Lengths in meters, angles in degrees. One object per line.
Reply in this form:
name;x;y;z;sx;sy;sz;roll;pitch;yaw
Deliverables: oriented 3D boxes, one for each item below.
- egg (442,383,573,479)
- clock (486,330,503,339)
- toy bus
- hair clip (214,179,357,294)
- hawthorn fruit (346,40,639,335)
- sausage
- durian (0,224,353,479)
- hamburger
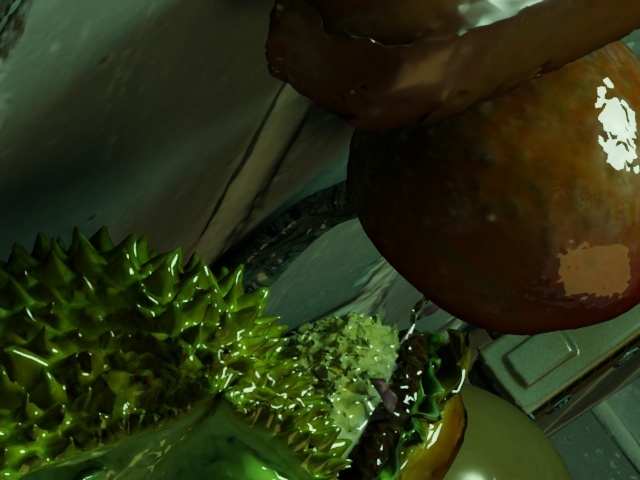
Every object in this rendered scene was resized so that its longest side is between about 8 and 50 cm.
egg;0.096;0.279;1.737;0.301;0.301;0.374;-30;162;-24
clock;0.259;0.021;1.860;0.235;0.029;0.235;-32;165;-9
toy bus;0.240;0.107;1.852;0.182;0.091;0.103;-34;164;-7
hair clip;-0.001;-0.002;1.073;0.229;0.036;0.066;-30;161;22
hawthorn fruit;0.102;-0.034;0.934;0.173;0.173;0.173;-34;167;-9
sausage;0.115;-0.132;0.803;0.330;0.102;0.102;-28;165;-32
durian;-0.111;0.099;0.810;0.237;0.176;0.200;-21;120;-7
hamburger;0.000;0.143;1.332;0.262;0.138;0.243;-55;-170;-32
